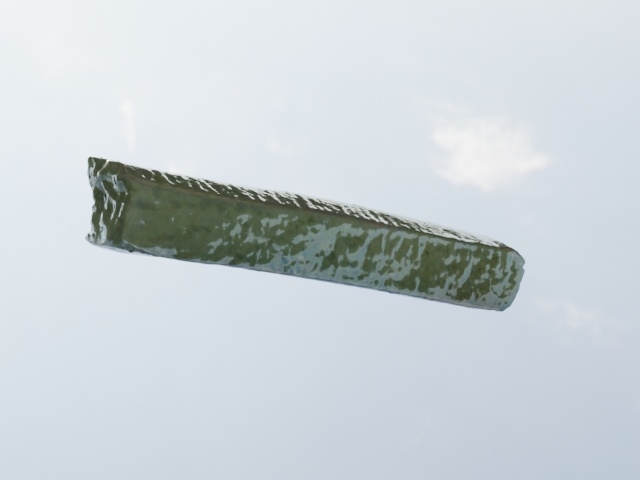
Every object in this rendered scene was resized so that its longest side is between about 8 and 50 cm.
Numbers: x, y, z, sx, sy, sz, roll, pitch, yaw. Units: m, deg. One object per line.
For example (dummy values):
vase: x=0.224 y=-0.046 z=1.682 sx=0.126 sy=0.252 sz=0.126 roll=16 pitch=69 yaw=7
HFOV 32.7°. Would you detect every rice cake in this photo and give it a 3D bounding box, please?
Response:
rice cake: x=0.000 y=0.000 z=0.385 sx=0.180 sy=0.030 sz=0.042 roll=11 pitch=-176 yaw=-38
